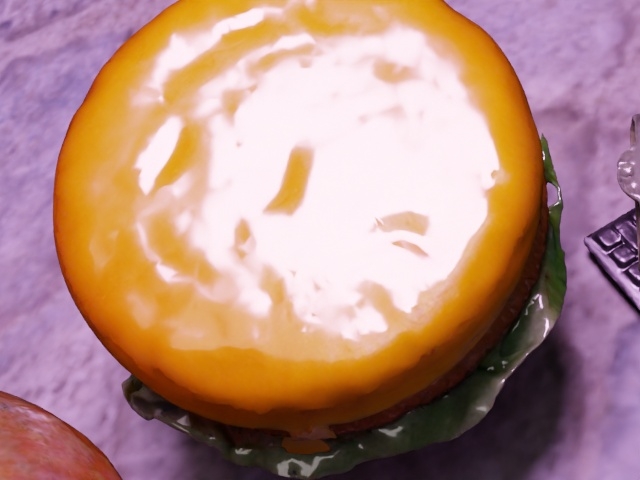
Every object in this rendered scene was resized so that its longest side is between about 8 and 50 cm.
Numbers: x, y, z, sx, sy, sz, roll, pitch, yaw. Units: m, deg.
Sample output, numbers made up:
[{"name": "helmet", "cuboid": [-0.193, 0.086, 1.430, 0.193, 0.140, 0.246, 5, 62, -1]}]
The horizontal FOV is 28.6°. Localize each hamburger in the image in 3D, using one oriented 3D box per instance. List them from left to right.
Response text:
[{"name": "hamburger", "cuboid": [-0.001, -0.001, 0.612, 0.246, 0.170, 0.246, -4, 68, 9]}]

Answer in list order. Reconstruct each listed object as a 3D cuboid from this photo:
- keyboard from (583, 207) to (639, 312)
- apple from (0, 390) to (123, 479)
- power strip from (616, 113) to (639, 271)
[{"name": "keyboard", "cuboid": [0.230, 0.063, 0.594, 0.087, 0.017, 0.250, -31, 53, -4]}, {"name": "apple", "cuboid": [-0.207, 0.204, 0.480, 0.301, 0.301, 0.302, -8, 55, 11]}, {"name": "power strip", "cuboid": [0.282, -0.027, 0.616, 0.268, 0.034, 0.092, -1, 52, 10]}]
